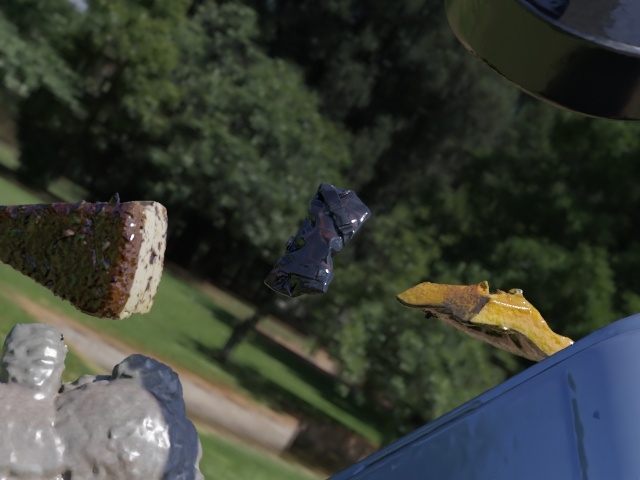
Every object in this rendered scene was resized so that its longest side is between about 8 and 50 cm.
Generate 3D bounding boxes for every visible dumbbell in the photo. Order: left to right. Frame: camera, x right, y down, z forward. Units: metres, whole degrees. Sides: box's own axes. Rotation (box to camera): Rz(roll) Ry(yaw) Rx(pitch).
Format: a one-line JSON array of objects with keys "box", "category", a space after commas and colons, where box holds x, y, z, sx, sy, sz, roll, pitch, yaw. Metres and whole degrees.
[{"box": [0.168, -0.185, 0.748, 0.152, 0.218, 0.152, 12, 40, -11], "category": "dumbbell"}]

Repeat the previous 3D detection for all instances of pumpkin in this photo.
[{"box": [0.105, 0.045, 0.872, 0.101, 0.035, 0.073, 24, -9, -31], "category": "pumpkin"}]

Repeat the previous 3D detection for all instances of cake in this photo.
[{"box": [-0.298, 0.025, 1.623, 0.246, 0.135, 0.112, -3, -6, 16], "category": "cake"}]

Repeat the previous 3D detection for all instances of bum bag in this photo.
[{"box": [0.000, 0.001, 1.284, 0.058, 0.124, 0.034, 22, -28, 17], "category": "bum bag"}]

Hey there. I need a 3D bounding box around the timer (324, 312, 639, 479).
[{"box": [0.154, 0.241, 0.707, 0.395, 0.395, 0.173, 31, 32, -22], "category": "timer"}]

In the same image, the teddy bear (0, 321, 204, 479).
[{"box": [-0.231, 0.184, 1.184, 0.267, 0.236, 0.151, -3, 2, -25], "category": "teddy bear"}]
